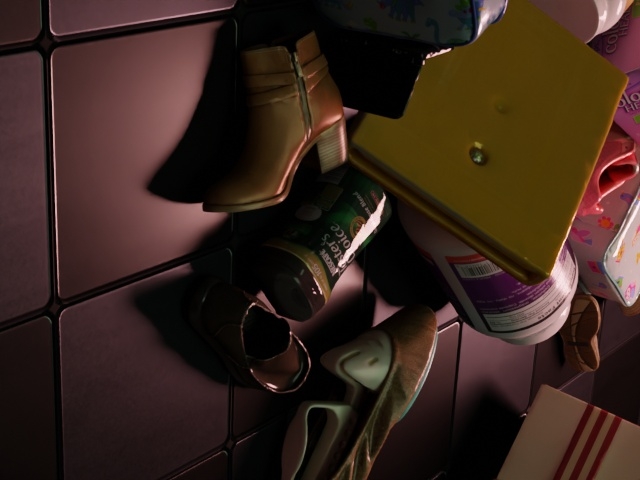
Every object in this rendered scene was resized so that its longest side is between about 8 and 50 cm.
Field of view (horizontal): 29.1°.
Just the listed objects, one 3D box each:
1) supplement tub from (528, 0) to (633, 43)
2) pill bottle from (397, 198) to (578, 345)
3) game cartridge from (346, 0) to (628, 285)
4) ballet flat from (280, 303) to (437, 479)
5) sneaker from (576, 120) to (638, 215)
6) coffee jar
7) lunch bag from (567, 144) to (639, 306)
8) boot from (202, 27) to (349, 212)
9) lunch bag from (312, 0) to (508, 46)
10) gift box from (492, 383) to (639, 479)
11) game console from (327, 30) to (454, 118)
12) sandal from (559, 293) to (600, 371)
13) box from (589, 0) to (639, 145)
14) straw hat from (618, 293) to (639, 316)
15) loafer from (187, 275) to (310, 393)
[{"bbox_3d":[0.372,-0.371,1.684,0.200,0.144,0.144,-48,138,-30],"label":"supplement tub"},{"bbox_3d":[0.233,0.010,1.630,0.181,0.181,0.323,-59,144,-18],"label":"pill bottle"},{"bbox_3d":[0.202,-0.150,1.457,0.285,0.052,0.324,34,60,-11],"label":"game cartridge"},{"bbox_3d":[0.031,0.212,1.528,0.124,0.116,0.342,36,79,-34],"label":"ballet flat"},{"bbox_3d":[0.438,-0.138,1.885,0.314,0.136,0.116,-50,140,-29],"label":"sneaker"},{"bbox_3d":[0.000,0.000,1.395,0.184,0.079,0.096,-52,136,-26],"label":"coffee jar"},{"bbox_3d":[0.500,-0.038,2.040,0.279,0.108,0.224,-61,147,-14],"label":"lunch bag"},{"bbox_3d":[-0.061,-0.124,1.279,0.197,0.073,0.152,-32,119,-34],"label":"boot"},{"bbox_3d":[0.086,-0.299,1.259,0.090,0.219,0.176,-41,134,-37],"label":"lunch bag"},{"bbox_3d":[0.374,0.410,1.952,0.258,0.276,0.255,-60,157,-22],"label":"gift box"},{"bbox_3d":[0.072,-0.190,1.372,0.107,0.122,0.071,-26,125,-47],"label":"game console"},{"bbox_3d":[0.443,0.150,2.083,0.180,0.072,0.049,74,32,-41],"label":"sandal"},{"bbox_3d":[0.521,-0.254,1.841,0.243,0.117,0.213,36,53,-29],"label":"box"},{"bbox_3d":[0.528,0.058,2.156,0.061,0.144,0.144,11,97,-14],"label":"straw hat"},{"bbox_3d":[-0.065,0.118,1.358,0.080,0.078,0.220,-63,144,-13],"label":"loafer"}]
